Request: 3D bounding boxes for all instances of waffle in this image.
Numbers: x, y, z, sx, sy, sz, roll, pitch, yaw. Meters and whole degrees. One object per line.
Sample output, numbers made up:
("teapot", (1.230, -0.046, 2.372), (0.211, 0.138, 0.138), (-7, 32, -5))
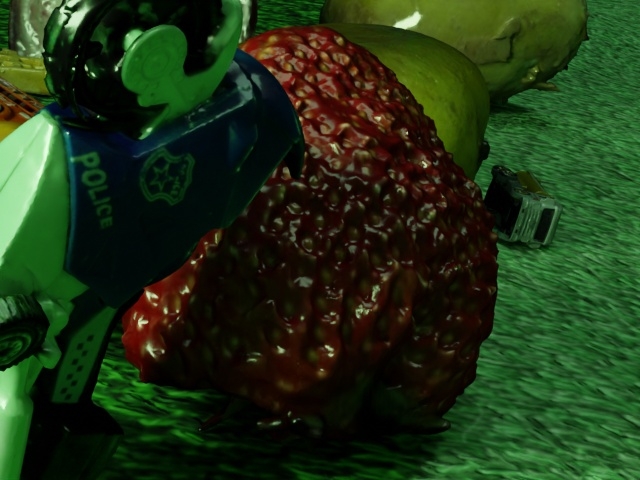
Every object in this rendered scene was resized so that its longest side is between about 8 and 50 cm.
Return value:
("waffle", (-0.297, -0.188, 1.651), (0.191, 0.032, 0.125), (5, 18, -20))

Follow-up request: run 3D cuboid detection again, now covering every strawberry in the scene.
("strawberry", (-0.004, -0.002, 0.972), (0.261, 0.257, 0.261), (16, 14, -4))

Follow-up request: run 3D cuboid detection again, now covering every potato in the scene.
("potato", (0.139, -0.271, 1.821), (0.237, 0.300, 0.289), (-33, 9, -34))

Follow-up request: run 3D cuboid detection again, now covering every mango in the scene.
("mango", (-0.009, -0.105, 1.326), (0.365, 0.182, 0.253), (-1, 23, -29))

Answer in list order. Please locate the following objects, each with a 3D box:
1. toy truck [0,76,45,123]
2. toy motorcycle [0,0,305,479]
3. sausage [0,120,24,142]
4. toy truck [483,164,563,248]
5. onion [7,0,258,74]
("toy truck", (-0.315, -0.097, 1.272), (0.114, 0.107, 0.253), (-6, 26, -39))
("toy motorcycle", (-0.124, -0.004, 0.794), (0.125, 0.331, 0.196), (44, 22, 32))
("sausage", (-0.180, -0.014, 0.976), (0.105, 0.105, 0.274), (14, -5, 11))
("toy truck", (0.199, -0.035, 1.430), (0.063, 0.052, 0.123), (12, 18, -11))
("onion", (-0.188, -0.298, 1.681), (0.314, 0.280, 0.146), (18, 7, 20))
